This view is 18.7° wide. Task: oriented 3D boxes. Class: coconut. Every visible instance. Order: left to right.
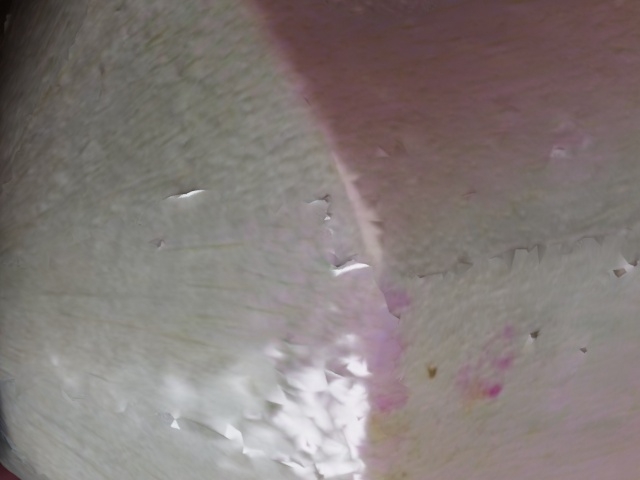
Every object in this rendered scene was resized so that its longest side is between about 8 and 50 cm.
[{"bbox_3d":[0.000,0.000,0.745,0.310,0.297,0.297,-12,89,-28],"label":"coconut"}]
